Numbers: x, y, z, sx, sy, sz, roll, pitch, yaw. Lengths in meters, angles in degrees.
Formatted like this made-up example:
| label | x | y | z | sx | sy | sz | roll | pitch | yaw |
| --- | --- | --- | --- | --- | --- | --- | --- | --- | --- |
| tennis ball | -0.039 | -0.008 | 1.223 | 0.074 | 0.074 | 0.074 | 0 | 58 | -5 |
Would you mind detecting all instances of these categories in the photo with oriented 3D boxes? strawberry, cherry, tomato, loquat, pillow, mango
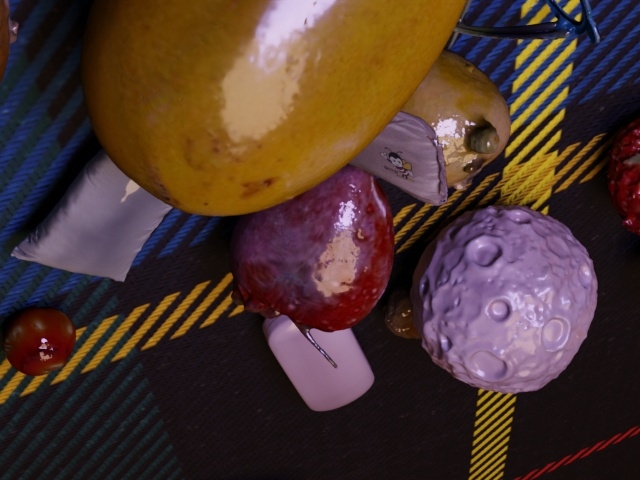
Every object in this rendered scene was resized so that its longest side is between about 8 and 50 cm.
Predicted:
| label | x | y | z | sx | sy | sz | roll | pitch | yaw |
| --- | --- | --- | --- | --- | --- | --- | --- | --- | --- |
| strawberry | 0.489 | -0.078 | 1.578 | 0.205 | 0.205 | 0.244 | -23 | 166 | -7 |
| cherry | 0.000 | 0.000 | 1.324 | 0.175 | 0.192 | 0.249 | -45 | 166 | -52 |
| tomato | -0.335 | 0.124 | 1.350 | 0.087 | 0.075 | 0.087 | -19 | 149 | -12 |
| loquat | 0.128 | -0.130 | 1.238 | 0.172 | 0.204 | 0.149 | 28 | 97 | -38 |
| pillow | 0.039 | -0.110 | 1.181 | 0.038 | 0.233 | 0.130 | -45 | 145 | -24 |
| mango | -0.022 | -0.215 | 0.996 | 0.300 | 0.232 | 0.445 | 24 | 111 | -43 |
| pillow | -0.203 | -0.046 | 1.214 | 0.144 | 0.078 | 0.254 | 18 | 125 | -46 |

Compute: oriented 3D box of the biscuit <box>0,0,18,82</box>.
| label | x | y | z | sx | sy | sz | roll | pitch | yaw |
| --- | --- | --- | --- | --- | --- | --- | --- | --- | --- |
| biscuit | -0.424 | -0.134 | 0.919 | 0.366 | 0.115 | 0.268 | -19 | 145 | -10 |

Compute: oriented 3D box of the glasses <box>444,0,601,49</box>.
| label | x | y | z | sx | sy | sz | roll | pitch | yaw |
| --- | --- | --- | --- | --- | --- | --- | --- | --- | --- |
| glasses | 0.179 | -0.278 | 1.196 | 0.207 | 0.102 | 0.239 | -7 | 152 | 19 |

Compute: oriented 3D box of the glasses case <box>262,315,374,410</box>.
| label | x | y | z | sx | sy | sz | roll | pitch | yaw |
| --- | --- | --- | --- | --- | --- | --- | --- | --- | --- |
| glasses case | 0.001 | 0.164 | 1.632 | 0.113 | 0.075 | 0.297 | -26 | 145 | -1 |

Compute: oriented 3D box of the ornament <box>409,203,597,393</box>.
| label | x | y | z | sx | sy | sz | roll | pitch | yaw |
| --- | --- | --- | --- | --- | --- | --- | --- | --- | --- |
| ornament | 0.240 | 0.075 | 1.529 | 0.225 | 0.259 | 0.259 | 27 | 127 | -6 |

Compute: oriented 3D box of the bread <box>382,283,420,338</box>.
| label | x | y | z | sx | sy | sz | roll | pitch | yaw |
| --- | --- | --- | --- | --- | --- | --- | --- | --- | --- |
| bread | 0.138 | 0.104 | 1.661 | 0.113 | 0.060 | 0.082 | 12 | 129 | -41 |
